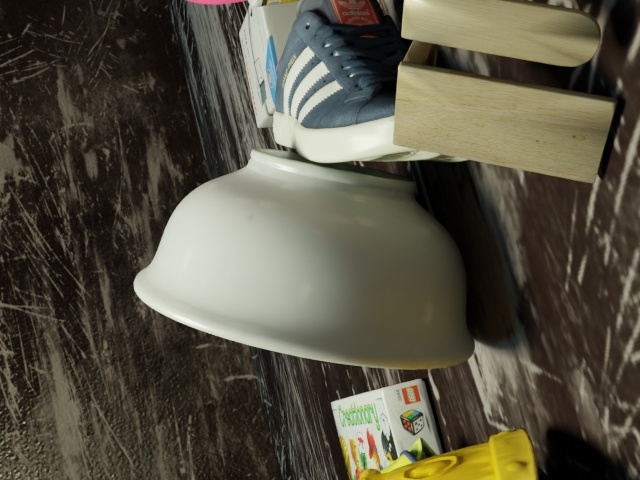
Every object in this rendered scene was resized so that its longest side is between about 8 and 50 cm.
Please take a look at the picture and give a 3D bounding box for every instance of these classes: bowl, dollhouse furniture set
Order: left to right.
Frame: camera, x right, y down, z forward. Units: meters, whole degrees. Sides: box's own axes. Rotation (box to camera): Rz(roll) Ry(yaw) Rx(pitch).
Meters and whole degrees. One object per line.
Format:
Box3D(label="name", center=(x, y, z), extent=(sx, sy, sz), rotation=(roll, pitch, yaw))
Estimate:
Box3D(label="bowl", center=(0.000, 0.000, 0.753), extent=(0.298, 0.298, 0.134), rotation=(-143, 64, -72))
Box3D(label="dollhouse furniture set", center=(0.127, -0.147, 0.537), extent=(0.151, 0.123, 0.144), rotation=(-64, -18, -44))

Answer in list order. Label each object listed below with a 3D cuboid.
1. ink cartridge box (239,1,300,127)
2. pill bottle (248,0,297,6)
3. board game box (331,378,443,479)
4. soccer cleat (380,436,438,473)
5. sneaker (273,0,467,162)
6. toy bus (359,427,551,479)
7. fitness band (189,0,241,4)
Box3D(label="ink cartridge box", center=(-0.042, -0.229, 1.111), extent=(0.191, 0.082, 0.139), rotation=(161, 97, -76))
Box3D(label="pill bottle", center=(-0.016, -0.268, 0.865), extent=(0.065, 0.116, 0.065), rotation=(168, 90, -77))
Box3D(label="board game box", center=(0.084, 0.274, 1.054), extent=(0.305, 0.053, 0.192), rotation=(125, 132, -73))
Box3D(label="soccer cleat", center=(0.078, 0.255, 0.860), extent=(0.289, 0.093, 0.121), rotation=(-23, 53, 56))
Box3D(label="sneaker", center=(0.033, -0.145, 0.749), extent=(0.350, 0.131, 0.148), rotation=(-152, 63, -68))
Box3D(label="toy bus", center=(0.081, 0.262, 0.615), extent=(0.149, 0.212, 0.220), rotation=(-23, -80, -83))
Box3D(label="fitness band", center=(-0.056, -0.298, 0.807), extent=(0.291, 0.209, 0.054), rotation=(-118, 6, -53))
